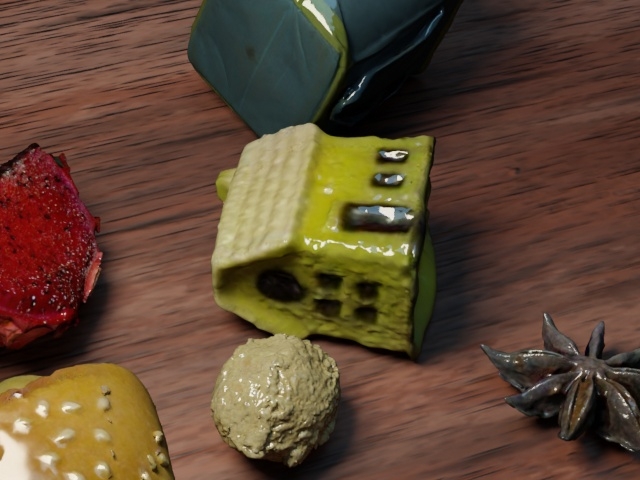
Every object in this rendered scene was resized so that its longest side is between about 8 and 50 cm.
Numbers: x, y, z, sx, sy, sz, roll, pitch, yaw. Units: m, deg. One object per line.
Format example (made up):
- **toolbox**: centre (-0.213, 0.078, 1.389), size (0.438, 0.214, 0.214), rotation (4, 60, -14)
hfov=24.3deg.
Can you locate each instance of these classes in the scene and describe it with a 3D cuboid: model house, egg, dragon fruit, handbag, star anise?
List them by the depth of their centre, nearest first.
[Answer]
- **egg**: centre (-0.042, 0.150, 1.399), size (0.140, 0.116, 0.118), rotation (-29, 56, -37)
- **star anise**: centre (0.263, 0.150, 1.462), size (0.205, 0.061, 0.180), rotation (3, 35, -10)
- **dragon fruit**: centre (-0.324, 0.020, 1.479), size (0.189, 0.163, 0.261), rotation (-7, 30, 27)
- **model house**: centre (0.000, 0.000, 1.524), size (0.234, 0.174, 0.193), rotation (3, 48, 11)
- **handbag**: centre (0.009, -0.255, 1.674), size (0.222, 0.263, 0.241), rotation (43, 54, 12)

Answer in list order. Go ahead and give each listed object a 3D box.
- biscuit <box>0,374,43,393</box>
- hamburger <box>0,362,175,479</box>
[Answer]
- **biscuit**: centre (-0.340, 0.164, 1.407), size (0.299, 0.045, 0.154), rotation (18, 49, 11)
- **hamburger**: centre (-0.251, 0.305, 1.138), size (0.445, 0.268, 0.287), rotation (-33, 65, -24)
